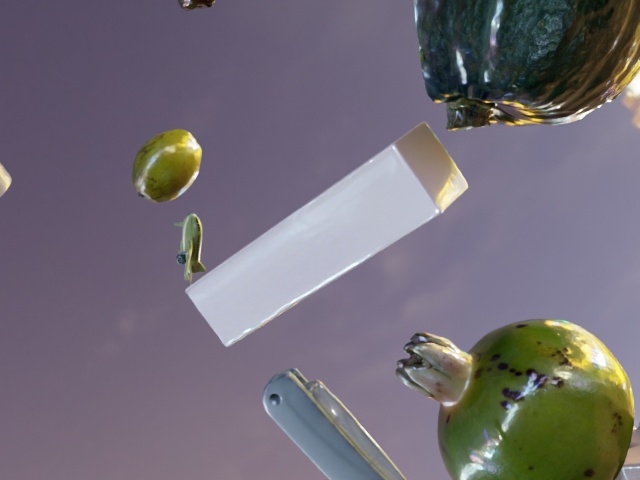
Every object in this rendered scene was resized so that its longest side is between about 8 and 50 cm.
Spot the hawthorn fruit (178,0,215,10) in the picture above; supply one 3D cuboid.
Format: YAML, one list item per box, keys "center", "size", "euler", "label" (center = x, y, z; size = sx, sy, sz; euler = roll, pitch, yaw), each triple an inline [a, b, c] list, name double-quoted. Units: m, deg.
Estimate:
- center: [-0.103, -0.293, 0.748]
  size: [0.265, 0.307, 0.265]
  euler: [-2, -16, -1]
  label: "hawthorn fruit"

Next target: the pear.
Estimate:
- center: [-0.250, -0.119, 1.757]
  size: [0.131, 0.107, 0.107]
  euler: [-45, -29, -15]
  label: "pear"

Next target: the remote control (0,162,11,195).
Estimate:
- center: [-0.369, -0.029, 0.964]
  size: [0.022, 0.245, 0.077]
  euler: [62, -144, -27]
  label: "remote control"

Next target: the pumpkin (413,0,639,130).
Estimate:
- center: [0.205, -0.223, 0.955]
  size: [0.293, 0.197, 0.263]
  euler: [-5, -80, -68]
  label: "pumpkin"

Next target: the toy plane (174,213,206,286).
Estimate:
- center: [-0.188, 0.008, 1.573]
  size: [0.040, 0.102, 0.111]
  euler: [-2, -55, 2]
  label: "toy plane"

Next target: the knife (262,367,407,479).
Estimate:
- center: [0.024, 0.149, 0.737]
  size: [0.044, 0.162, 0.023]
  euler: [-48, -12, 13]
  label: "knife"

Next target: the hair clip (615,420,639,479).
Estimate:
- center: [0.345, 0.208, 1.003]
  size: [0.331, 0.085, 0.101]
  euler: [-11, 18, 41]
  label: "hair clip"

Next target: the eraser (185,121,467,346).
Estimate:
- center: [-0.001, 0.000, 1.058]
  size: [0.298, 0.076, 0.078]
  euler: [-34, 2, 35]
  label: "eraser"

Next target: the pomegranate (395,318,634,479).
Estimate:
- center: [0.162, 0.143, 0.938]
  size: [0.210, 0.180, 0.180]
  euler: [25, -59, -11]
  label: "pomegranate"
